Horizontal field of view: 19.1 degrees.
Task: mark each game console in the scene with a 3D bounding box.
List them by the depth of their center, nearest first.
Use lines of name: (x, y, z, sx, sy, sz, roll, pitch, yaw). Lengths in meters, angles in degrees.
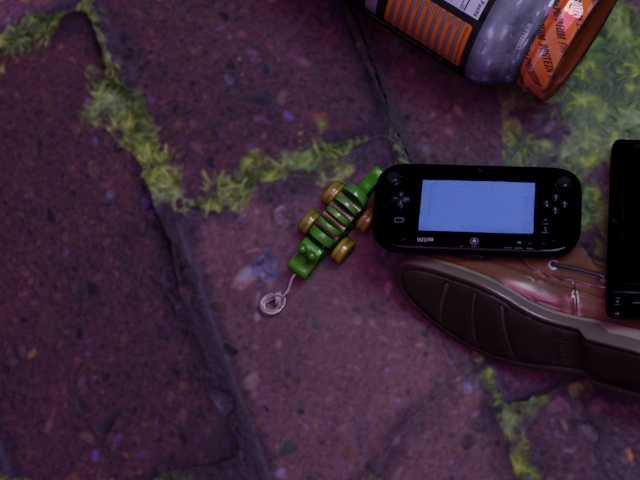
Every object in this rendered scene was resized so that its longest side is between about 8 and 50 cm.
game console: (0.229, -0.015, 1.814, 0.361, 0.044, 0.213, 2, 45, 8)

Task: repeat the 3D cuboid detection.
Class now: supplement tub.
supplement tub: (0.126, -0.280, 1.847, 0.316, 0.193, 0.193, 34, 89, 10)

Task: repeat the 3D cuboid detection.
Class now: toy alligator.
toy alligator: (0.000, 0.000, 1.903, 0.056, 0.051, 0.189, 40, 90, 11)

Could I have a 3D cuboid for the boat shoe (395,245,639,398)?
boat shoe: (0.227, 0.061, 1.846, 0.307, 0.110, 0.104, 21, 57, 18)
